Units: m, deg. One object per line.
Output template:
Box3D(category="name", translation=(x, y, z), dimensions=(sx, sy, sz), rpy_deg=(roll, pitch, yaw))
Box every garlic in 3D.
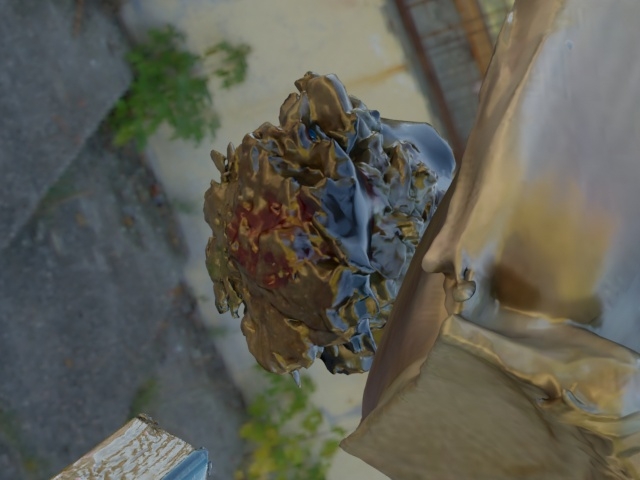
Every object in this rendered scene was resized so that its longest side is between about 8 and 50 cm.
Box3D(category="garlic", translation=(0.096, -0.009, 0.520), dimensions=(0.292, 0.210, 0.237), rpy_deg=(-59, 136, -41))

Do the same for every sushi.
Box3D(category="sushi", translation=(-0.003, 0.000, 1.092), dimensions=(0.238, 0.225, 0.219), rpy_deg=(53, 26, 14))

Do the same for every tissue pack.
Box3D(category="tissue pack", translation=(-0.245, 0.340, 1.474), dimensions=(0.271, 0.134, 0.192), rpy_deg=(-33, 136, -56))
